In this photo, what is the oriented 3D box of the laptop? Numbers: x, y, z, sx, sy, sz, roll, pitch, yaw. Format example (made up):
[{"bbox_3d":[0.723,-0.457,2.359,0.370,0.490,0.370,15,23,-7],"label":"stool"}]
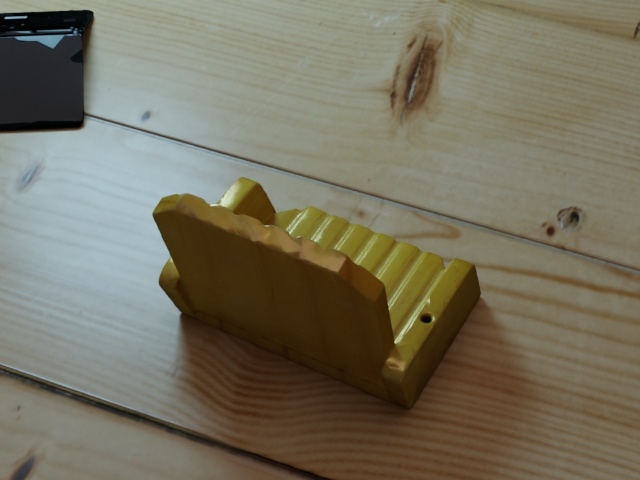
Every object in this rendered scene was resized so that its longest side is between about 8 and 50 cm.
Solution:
[{"bbox_3d":[-0.488,-0.277,2.124,0.234,0.136,0.264,-2,21,-3],"label":"laptop"}]

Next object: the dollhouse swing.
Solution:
[{"bbox_3d":[0.000,0.000,1.664,0.347,0.305,0.315,21,50,20],"label":"dollhouse swing"}]
